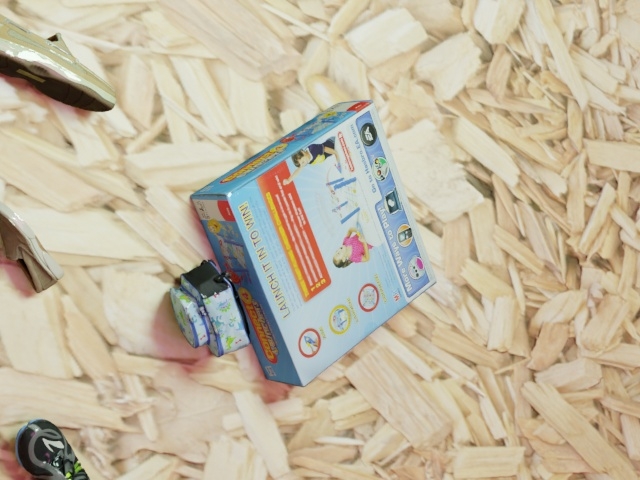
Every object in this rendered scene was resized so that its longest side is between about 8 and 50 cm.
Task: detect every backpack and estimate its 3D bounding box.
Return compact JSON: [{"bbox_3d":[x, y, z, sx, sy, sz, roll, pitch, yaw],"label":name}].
[{"bbox_3d":[-0.149,0.099,1.757,0.084,0.105,0.114,-26,111,-14],"label":"backpack"}]

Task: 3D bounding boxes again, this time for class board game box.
[{"bbox_3d":[0.000,0.000,1.890,0.302,0.086,0.308,-35,114,-34],"label":"board game box"}]

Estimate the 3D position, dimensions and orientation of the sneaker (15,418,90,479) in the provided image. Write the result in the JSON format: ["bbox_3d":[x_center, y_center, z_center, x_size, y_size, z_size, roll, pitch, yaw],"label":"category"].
[{"bbox_3d":[-0.313,0.297,1.637,0.067,0.078,0.188,-41,117,-32],"label":"sneaker"}]

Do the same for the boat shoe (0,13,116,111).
[{"bbox_3d":[-0.326,-0.222,1.609,0.190,0.068,0.072,27,63,-39],"label":"boat shoe"}]

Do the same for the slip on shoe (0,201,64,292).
[{"bbox_3d":[-0.366,0.007,1.598,0.041,0.051,0.135,-44,126,-17],"label":"slip on shoe"}]
